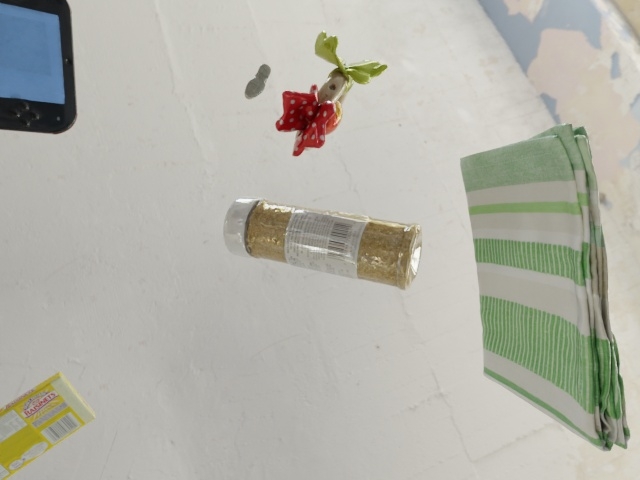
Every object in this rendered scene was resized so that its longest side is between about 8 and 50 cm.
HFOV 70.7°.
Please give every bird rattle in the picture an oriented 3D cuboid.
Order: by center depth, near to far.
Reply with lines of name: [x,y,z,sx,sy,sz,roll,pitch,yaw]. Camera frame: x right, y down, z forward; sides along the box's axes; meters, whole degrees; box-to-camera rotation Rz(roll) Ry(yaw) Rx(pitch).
bird rattle: [0.012,-0.242,0.837,0.143,0.207,0.253,24,-109,-1]

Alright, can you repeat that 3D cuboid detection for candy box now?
candy box: [-0.492,0.315,0.730,0.206,0.027,0.105,-33,-65,-22]

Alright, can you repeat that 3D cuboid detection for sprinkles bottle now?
sprinkles bottle: [0.000,0.000,0.831,0.356,0.121,0.121,11,-126,20]

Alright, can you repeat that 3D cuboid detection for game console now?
game console: [-0.792,-0.463,1.100,0.342,0.060,0.385,-5,-86,-44]

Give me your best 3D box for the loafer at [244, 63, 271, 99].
loafer: [-0.175,-0.431,1.243,0.045,0.039,0.125,33,-116,-18]

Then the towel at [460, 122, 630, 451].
towel: [0.245,0.044,0.542,0.038,0.248,0.324,-9,-87,-8]
